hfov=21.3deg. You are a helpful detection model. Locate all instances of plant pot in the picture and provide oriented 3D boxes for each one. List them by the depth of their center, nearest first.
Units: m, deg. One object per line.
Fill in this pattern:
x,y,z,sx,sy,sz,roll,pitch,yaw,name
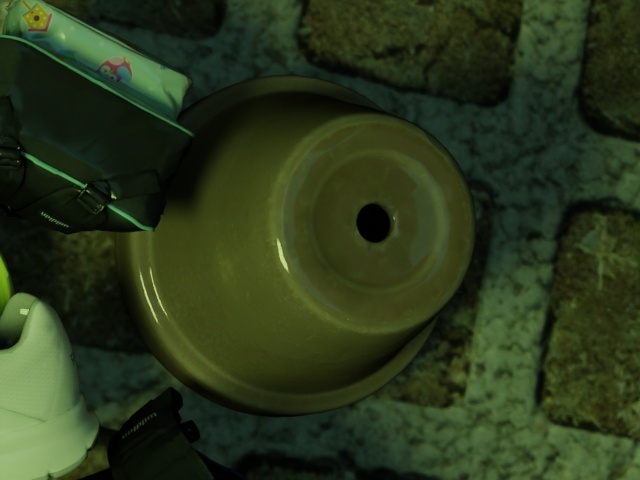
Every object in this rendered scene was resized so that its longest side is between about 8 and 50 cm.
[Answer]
0.000,0.000,1.229,0.263,0.229,0.263,1,86,-18,plant pot

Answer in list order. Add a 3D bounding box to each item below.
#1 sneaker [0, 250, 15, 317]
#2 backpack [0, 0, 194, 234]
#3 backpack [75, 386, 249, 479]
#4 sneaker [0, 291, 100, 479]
-0.332,-0.034,1.152,0.300,0.111,0.121,54,52,-14,sneaker
-0.185,-0.080,1.196,0.166,0.188,0.144,25,72,-18,backpack
-0.139,0.250,1.141,0.276,0.263,0.213,-29,95,-20,backpack
-0.295,0.115,1.112,0.297,0.111,0.129,-16,109,-28,sneaker
